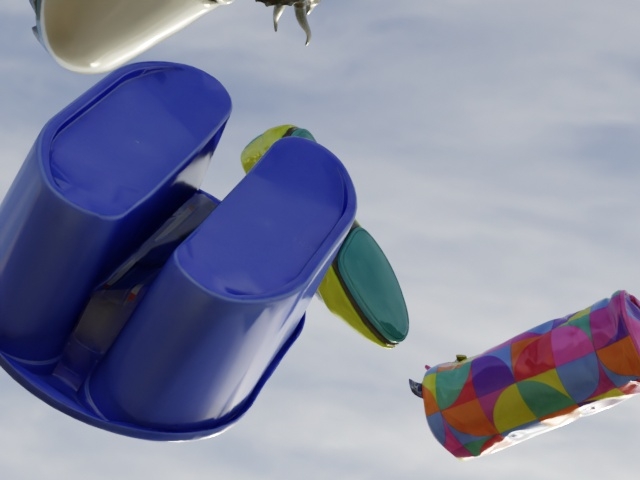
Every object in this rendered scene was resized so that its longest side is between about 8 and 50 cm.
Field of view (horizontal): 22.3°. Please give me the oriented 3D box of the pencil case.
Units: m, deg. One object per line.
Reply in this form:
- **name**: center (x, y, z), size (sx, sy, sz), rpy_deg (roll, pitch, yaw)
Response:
- **pencil case**: center (0.201, 0.122, 1.495), size (0.236, 0.104, 0.104), rpy_deg (-23, -58, 27)

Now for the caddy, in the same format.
- **caddy**: center (-0.122, 0.013, 1.236), size (0.241, 0.341, 0.179), rpy_deg (32, -60, 3)

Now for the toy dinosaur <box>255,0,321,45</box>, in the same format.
- **toy dinosaur**: center (-0.077, -0.317, 1.491), size (0.313, 0.121, 0.160), rpy_deg (31, -88, -30)

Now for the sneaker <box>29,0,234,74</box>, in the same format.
- **sneaker**: center (-0.011, -0.140, 0.625), size (0.237, 0.086, 0.085), rpy_deg (-38, -29, 4)

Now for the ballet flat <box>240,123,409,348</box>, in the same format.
- **ballet flat**: center (0.000, 0.000, 1.447), size (0.077, 0.077, 0.231), rpy_deg (-14, -65, 36)
